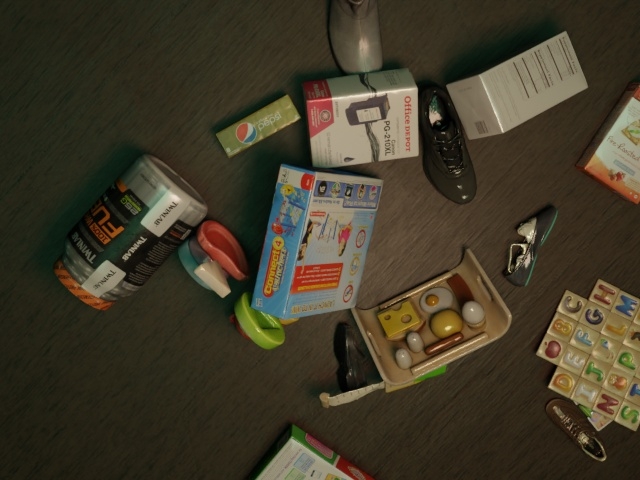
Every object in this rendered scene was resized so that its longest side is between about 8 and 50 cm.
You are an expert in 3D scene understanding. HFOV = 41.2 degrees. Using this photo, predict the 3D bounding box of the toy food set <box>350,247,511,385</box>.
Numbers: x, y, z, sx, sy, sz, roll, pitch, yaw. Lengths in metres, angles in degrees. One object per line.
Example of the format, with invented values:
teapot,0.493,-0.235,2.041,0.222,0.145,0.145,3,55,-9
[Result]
toy food set,0.238,0.162,1.877,0.306,0.219,0.092,-26,138,0

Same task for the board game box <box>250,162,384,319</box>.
board game box,0.000,0.000,1.801,0.086,0.308,0.301,17,99,29

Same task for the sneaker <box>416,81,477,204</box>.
sneaker,0.272,-0.208,1.871,0.109,0.130,0.286,-24,101,0

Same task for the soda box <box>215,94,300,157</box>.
soda box,-0.136,-0.252,1.869,0.181,0.058,0.061,-29,100,0

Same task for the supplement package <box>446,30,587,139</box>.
supplement package,0.421,-0.331,1.823,0.244,0.139,0.133,-28,101,-19

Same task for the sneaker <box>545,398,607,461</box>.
sneaker,0.619,0.452,2.031,0.188,0.071,0.066,43,94,-10

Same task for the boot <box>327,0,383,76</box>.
boot,0.072,-0.493,1.762,0.118,0.222,0.337,-13,100,-3

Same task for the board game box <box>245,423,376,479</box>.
board game box,-0.011,0.614,1.997,0.317,0.064,0.242,37,104,-9

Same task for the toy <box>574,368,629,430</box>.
toy,0.722,0.339,2.029,0.237,0.056,0.137,-40,100,3

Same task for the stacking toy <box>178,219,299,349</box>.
stacking toy,-0.198,0.125,1.820,0.130,0.279,0.309,-38,104,16

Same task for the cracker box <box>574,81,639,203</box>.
cracker box,0.713,-0.222,1.932,0.156,0.067,0.232,31,95,-9

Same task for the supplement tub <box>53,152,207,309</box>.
supplement tub,-0.409,-0.015,1.820,0.194,0.193,0.316,41,94,-9

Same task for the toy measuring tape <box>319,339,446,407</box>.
toy measuring tape,0.144,0.283,1.941,0.330,0.121,0.121,-16,100,-8

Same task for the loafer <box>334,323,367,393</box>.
loafer,0.073,0.272,1.976,0.061,0.062,0.169,-11,105,-25

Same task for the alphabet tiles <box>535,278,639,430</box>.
alphabet tiles,0.694,0.267,1.994,0.343,0.011,0.285,27,87,2

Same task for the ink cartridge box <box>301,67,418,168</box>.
ink cartridge box,0.089,-0.262,1.835,0.237,0.100,0.171,-8,126,-3

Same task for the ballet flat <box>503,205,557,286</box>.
ballet flat,0.475,0.008,1.952,0.074,0.074,0.203,20,99,-7
